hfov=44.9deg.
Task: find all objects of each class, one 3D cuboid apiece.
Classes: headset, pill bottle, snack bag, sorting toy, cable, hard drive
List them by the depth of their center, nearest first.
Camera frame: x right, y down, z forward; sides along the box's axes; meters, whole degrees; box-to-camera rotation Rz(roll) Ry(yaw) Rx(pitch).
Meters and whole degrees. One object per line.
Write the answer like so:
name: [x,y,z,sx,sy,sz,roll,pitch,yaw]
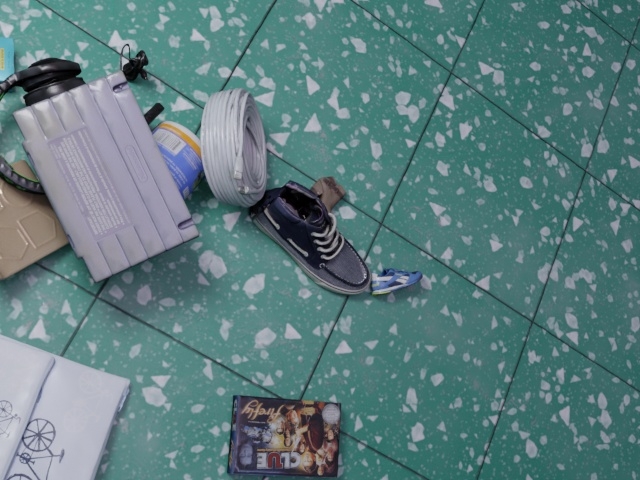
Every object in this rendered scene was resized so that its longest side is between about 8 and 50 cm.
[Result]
snack bag: [-0.560,0.354,1.455,0.343,0.037,0.322,25,56,-18]
sorting toy: [-0.607,-0.042,1.520,0.193,0.038,0.208,59,37,-8]
headset: [-0.508,-0.263,1.587,0.394,0.185,0.243,-45,108,-21]
pill bottle: [-0.363,-0.110,1.622,0.152,0.152,0.272,42,66,-10]
hard drive: [-0.387,-0.240,1.649,0.022,0.135,0.094,46,65,-14]
cable: [-0.181,-0.198,1.680,0.089,0.257,0.256,-6,77,10]

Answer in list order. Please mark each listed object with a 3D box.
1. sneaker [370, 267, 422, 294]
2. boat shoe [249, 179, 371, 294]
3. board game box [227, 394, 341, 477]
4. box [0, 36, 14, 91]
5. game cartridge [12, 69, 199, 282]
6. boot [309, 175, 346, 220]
sneaker: [0.184,0.090,1.879,0.144,0.053,0.059,-14,82,-27]
boat shoe: [0.000,0.000,1.757,0.341,0.158,0.127,36,66,-13]
board game box: [-0.076,0.429,1.691,0.244,0.042,0.164,9,75,-22]
box: [-0.747,-0.364,1.557,0.245,0.060,0.100,0,78,-25]
game cartridge: [-0.411,-0.121,1.491,0.230,0.068,0.354,-25,95,-10]
boot: [0.025,-0.096,1.856,0.087,0.042,0.118,-29,92,-29]
